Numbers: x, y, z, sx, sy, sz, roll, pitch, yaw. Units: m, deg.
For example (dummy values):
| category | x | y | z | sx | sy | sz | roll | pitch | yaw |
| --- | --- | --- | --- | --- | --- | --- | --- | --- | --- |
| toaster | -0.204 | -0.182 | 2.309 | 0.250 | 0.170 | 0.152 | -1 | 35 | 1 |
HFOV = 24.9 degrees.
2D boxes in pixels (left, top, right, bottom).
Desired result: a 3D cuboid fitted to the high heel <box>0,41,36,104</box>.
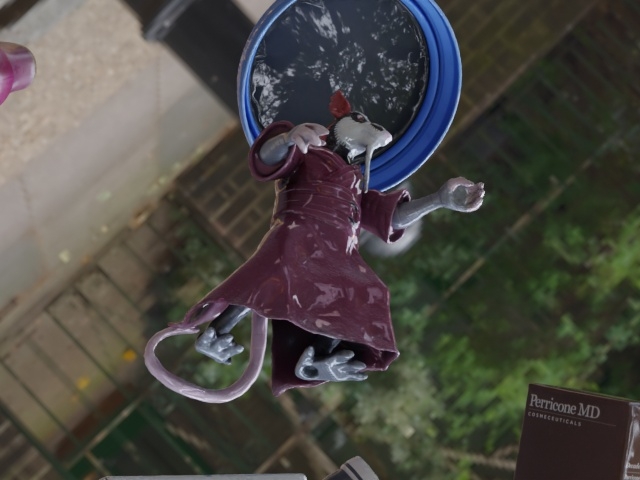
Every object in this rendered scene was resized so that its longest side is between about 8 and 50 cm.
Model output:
| category | x | y | z | sx | sy | sz | roll | pitch | yaw |
| --- | --- | --- | --- | --- | --- | --- | --- | --- | --- |
| high heel | -0.512 | -0.183 | 1.576 | 0.377 | 0.127 | 0.181 | -5 | -170 | 12 |

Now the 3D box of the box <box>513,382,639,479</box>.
| category | x | y | z | sx | sy | sz | roll | pitch | yaw |
| --- | --- | --- | --- | --- | --- | --- | --- | --- | --- |
| box | 0.369 | 0.401 | 2.005 | 0.191 | 0.143 | 0.381 | 5 | -97 | 51 |

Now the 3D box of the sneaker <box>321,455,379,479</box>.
| category | x | y | z | sx | sy | sz | roll | pitch | yaw |
| --- | --- | --- | --- | --- | --- | --- | --- | --- | --- |
| sneaker | 0.063 | 0.430 | 1.824 | 0.127 | 0.321 | 0.126 | -32 | -160 | -14 |

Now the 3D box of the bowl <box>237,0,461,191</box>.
| category | x | y | z | sx | sy | sz | roll | pitch | yaw |
| --- | --- | --- | --- | --- | --- | --- | --- | --- | --- |
| bowl | 0.043 | -0.260 | 2.403 | 0.391 | 0.391 | 0.077 | -45 | -150 | 1 |

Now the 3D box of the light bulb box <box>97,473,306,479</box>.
| category | x | y | z | sx | sy | sz | roll | pitch | yaw |
| --- | --- | --- | --- | --- | --- | --- | --- | --- | --- |
| light bulb box | -0.242 | 0.504 | 2.185 | 0.361 | 0.225 | 0.358 | 7 | 153 | -40 |

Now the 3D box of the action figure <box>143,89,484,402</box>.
| category | x | y | z | sx | sy | sz | roll | pitch | yaw |
| --- | --- | --- | --- | --- | --- | --- | --- | --- | --- |
| action figure | 0.000 | 0.000 | 1.594 | 0.276 | 0.248 | 0.370 | -36 | -149 | 43 |
